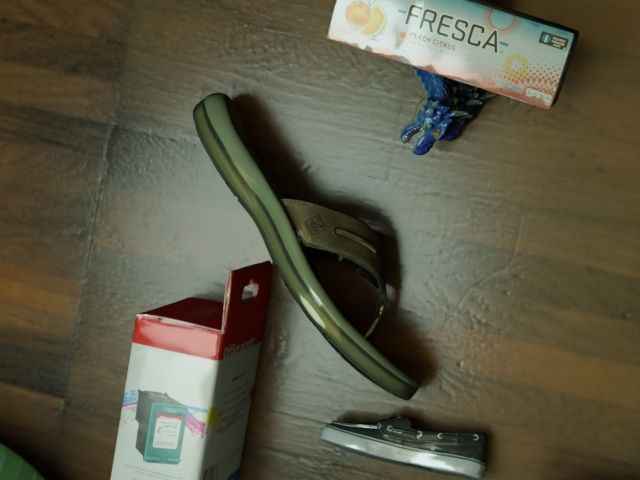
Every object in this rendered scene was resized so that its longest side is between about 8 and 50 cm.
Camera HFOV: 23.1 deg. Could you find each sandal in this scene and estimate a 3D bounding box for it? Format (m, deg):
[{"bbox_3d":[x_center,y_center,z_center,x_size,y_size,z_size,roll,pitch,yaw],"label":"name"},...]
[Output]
[{"bbox_3d":[-0.001,-0.001,1.288,0.086,0.120,0.303,-31,87,-1],"label":"sandal"}]

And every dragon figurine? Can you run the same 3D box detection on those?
[{"bbox_3d":[0.105,-0.217,1.258,0.144,0.085,0.289,24,103,8],"label":"dragon figurine"}]

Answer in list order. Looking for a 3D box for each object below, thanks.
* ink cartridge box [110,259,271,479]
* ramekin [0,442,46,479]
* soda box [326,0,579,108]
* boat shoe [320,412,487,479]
[{"bbox_3d":[-0.108,0.127,1.306,0.078,0.134,0.231,11,95,12],"label":"ink cartridge box"},{"bbox_3d":[-0.350,0.297,1.323,0.303,0.148,0.303,1,115,3],"label":"ramekin"},{"bbox_3d":[0.101,-0.158,1.194,0.183,0.058,0.063,19,104,9],"label":"soda box"},{"bbox_3d":[0.072,0.168,1.318,0.142,0.049,0.040,11,77,10],"label":"boat shoe"}]
